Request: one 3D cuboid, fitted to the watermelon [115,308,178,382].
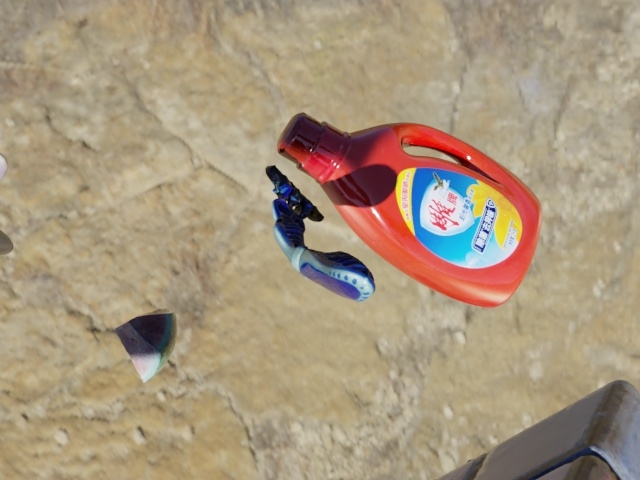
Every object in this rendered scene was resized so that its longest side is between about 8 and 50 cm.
[{"bbox_3d":[-0.208,0.122,1.451,0.072,0.084,0.092,15,84,8],"label":"watermelon"}]

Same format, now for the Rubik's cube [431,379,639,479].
[{"bbox_3d":[0.187,0.353,0.980,0.316,0.318,0.313,-35,90,30],"label":"Rubik's cube"}]

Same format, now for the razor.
[{"bbox_3d":[-0.003,0.003,0.601,0.028,0.044,0.154,-44,23,2],"label":"razor"}]

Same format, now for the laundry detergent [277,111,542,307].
[{"bbox_3d":[0.052,-0.031,0.721,0.165,0.049,0.097,30,60,-15],"label":"laundry detergent"}]

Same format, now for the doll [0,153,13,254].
[{"bbox_3d":[-0.420,0.069,0.984,0.226,0.215,0.370,24,58,7],"label":"doll"}]
